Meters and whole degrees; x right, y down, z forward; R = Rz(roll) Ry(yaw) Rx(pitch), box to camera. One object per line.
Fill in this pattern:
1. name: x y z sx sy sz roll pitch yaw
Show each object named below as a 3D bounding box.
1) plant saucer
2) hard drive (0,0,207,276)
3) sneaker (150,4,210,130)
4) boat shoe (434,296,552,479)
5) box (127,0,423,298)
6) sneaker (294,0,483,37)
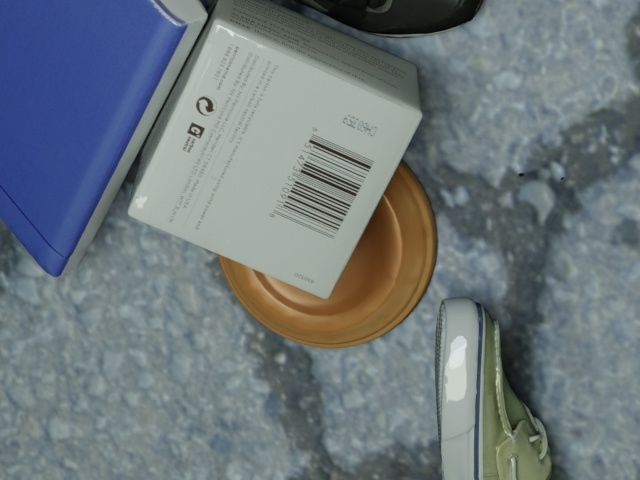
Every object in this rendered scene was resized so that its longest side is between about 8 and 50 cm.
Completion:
1. plant saucer: 0.000 0.000 1.613 0.200 0.037 0.200 4 104 17
2. hard drive: -0.225 -0.144 1.557 0.210 0.040 0.318 49 135 16
3. sneaker: -0.135 -0.145 1.601 0.229 0.087 0.092 -5 108 26
4. boat shoe: 0.149 0.187 1.589 0.094 0.109 0.302 -5 111 3
5. box: -0.036 -0.081 1.495 0.182 0.119 0.181 23 111 -9
6. sneaker: -0.010 -0.224 1.514 0.283 0.124 0.107 16 108 13
